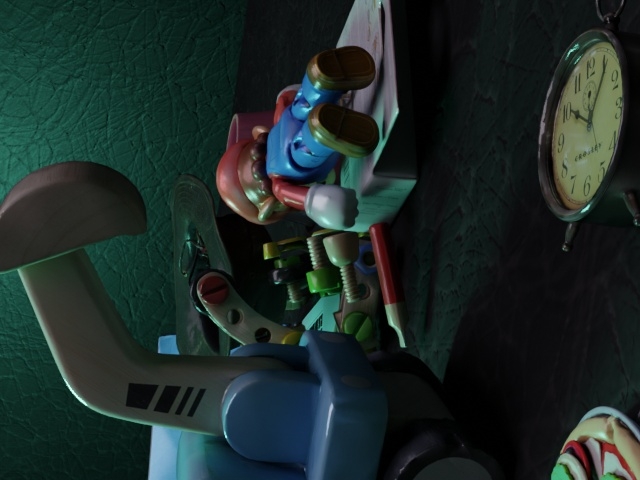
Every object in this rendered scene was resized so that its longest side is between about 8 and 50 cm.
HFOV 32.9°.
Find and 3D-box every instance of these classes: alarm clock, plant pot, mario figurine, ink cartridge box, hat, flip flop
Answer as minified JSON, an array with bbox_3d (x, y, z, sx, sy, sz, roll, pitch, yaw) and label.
[{"bbox_3d":[0.198,-0.093,0.729,0.129,0.064,0.192,145,128,-74],"label":"alarm clock"},{"bbox_3d":[-0.044,-0.112,1.587,0.201,0.180,0.201,-175,90,-78],"label":"plant pot"},{"bbox_3d":[-0.003,-0.112,1.332,0.198,0.170,0.320,-53,7,-28],"label":"mario figurine"},{"bbox_3d":[0.079,-0.197,1.324,0.261,0.066,0.296,115,157,-58],"label":"ink cartridge box"},{"bbox_3d":[-0.124,0.062,1.565,0.331,0.134,0.331,172,90,-67],"label":"hat"},{"bbox_3d":[-0.052,0.072,1.756,0.277,0.112,0.080,163,87,-74],"label":"flip flop"}]

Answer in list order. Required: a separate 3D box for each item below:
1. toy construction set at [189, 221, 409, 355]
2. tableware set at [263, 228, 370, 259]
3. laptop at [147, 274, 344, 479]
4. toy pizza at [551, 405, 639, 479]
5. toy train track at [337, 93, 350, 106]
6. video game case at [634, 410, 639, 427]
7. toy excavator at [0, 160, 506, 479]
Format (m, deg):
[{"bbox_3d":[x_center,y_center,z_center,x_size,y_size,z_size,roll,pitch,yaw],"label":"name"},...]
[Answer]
[{"bbox_3d":[0.003,0.123,1.294,0.309,0.258,0.237,-20,81,58],"label":"toy construction set"},{"bbox_3d":[0.000,0.000,1.413,0.104,0.154,0.024,143,115,-85],"label":"tableware set"},{"bbox_3d":[-0.120,0.281,1.619,0.408,0.236,0.381,124,149,-66],"label":"laptop"},{"bbox_3d":[0.179,0.206,0.681,0.201,0.032,0.201,178,90,-83],"label":"toy pizza"},{"bbox_3d":[0.028,-0.179,1.382,0.083,0.014,0.048,106,158,-68],"label":"toy train track"},{"bbox_3d":[0.236,0.096,0.561,0.193,0.023,0.212,-103,23,-56],"label":"video game case"},{"bbox_3d":[-0.076,0.166,0.967,0.222,0.445,0.432,-123,41,-71],"label":"toy excavator"}]
